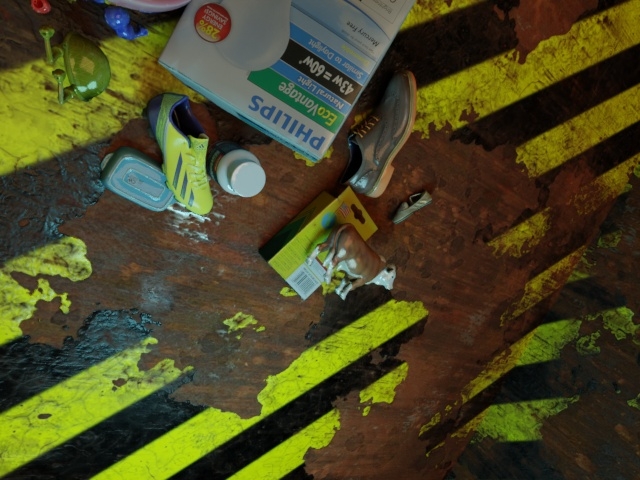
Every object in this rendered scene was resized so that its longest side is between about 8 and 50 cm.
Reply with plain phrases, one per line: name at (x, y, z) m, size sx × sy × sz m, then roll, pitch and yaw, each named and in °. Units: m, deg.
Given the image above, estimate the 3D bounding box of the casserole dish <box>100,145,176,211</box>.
casserole dish at (-0.411, -0.136, 1.015) m, size 0.188 × 0.037 × 0.114 m, roll 32°, pitch 94°, yaw -37°

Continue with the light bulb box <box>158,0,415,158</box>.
light bulb box at (-0.064, -0.403, 0.894) m, size 0.358 × 0.225 × 0.360 m, roll 30°, pitch 96°, yaw -7°

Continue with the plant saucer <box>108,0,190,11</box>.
plant saucer at (-0.322, -0.505, 0.661) m, size 0.332 × 0.084 × 0.331 m, roll 9°, pitch 77°, yaw -44°

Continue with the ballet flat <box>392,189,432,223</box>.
ballet flat at (0.296, -0.115, 1.453) m, size 0.168 × 0.057 × 0.052 m, roll -32°, pitch 98°, yaw -19°

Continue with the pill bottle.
pill bottle at (-0.201, -0.169, 1.035) m, size 0.108 × 0.180 × 0.107 m, roll -13°, pitch 118°, yaw -26°

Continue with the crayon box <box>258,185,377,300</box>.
crayon box at (0.000, 0.000, 1.301) m, size 0.318 × 0.081 × 0.202 m, roll -43°, pitch 128°, yaw -6°

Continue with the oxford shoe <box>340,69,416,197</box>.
oxford shoe at (0.161, -0.301, 1.228) m, size 0.133 × 0.130 × 0.363 m, roll 10°, pitch 106°, yaw -26°

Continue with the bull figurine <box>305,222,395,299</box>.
bull figurine at (0.100, 0.074, 1.284) m, size 0.188 × 0.101 × 0.310 m, roll -45°, pitch 129°, yaw -3°

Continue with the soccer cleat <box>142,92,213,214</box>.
soccer cleat at (-0.297, -0.187, 0.991) m, size 0.093 × 0.121 × 0.289 m, roll -61°, pitch 142°, yaw -54°

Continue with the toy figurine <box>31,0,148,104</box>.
toy figurine at (-0.363, -0.428, 0.771) m, size 0.218 × 0.191 × 0.362 m, roll -6°, pitch 116°, yaw -11°
